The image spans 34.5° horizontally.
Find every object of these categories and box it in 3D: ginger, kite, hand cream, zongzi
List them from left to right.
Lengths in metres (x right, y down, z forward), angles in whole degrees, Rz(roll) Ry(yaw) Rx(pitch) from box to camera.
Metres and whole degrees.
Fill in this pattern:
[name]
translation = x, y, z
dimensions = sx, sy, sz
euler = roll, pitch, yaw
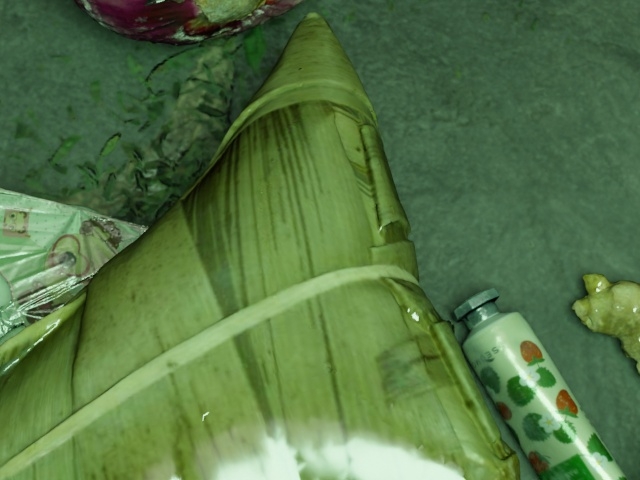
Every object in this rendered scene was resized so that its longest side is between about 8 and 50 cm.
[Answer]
[kite]
translation = -0.222, 0.052, 0.768
dimensions = 0.250, 0.012, 0.229
euler = -30, 79, -18
[zongzi]
translation = -0.165, 0.075, 0.712
dimensions = 0.500, 0.218, 0.467
euler = -15, 54, -4
[hand cream]
translation = 0.200, 0.167, 0.869
dimensions = 0.059, 0.095, 0.276
euler = -19, 71, -38
[ginger]
translation = 0.336, 0.079, 0.911
dimensions = 0.213, 0.074, 0.137
euler = -8, 66, -13

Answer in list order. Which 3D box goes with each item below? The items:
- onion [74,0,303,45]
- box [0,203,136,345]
[onion]
translation = -0.144, -0.319, 0.930
dimensions = 0.267, 0.159, 0.348
euler = -17, 69, -23
[box]
translation = -0.166, 0.223, 0.791
dimensions = 0.396, 0.111, 0.396
euler = 34, 73, 4
